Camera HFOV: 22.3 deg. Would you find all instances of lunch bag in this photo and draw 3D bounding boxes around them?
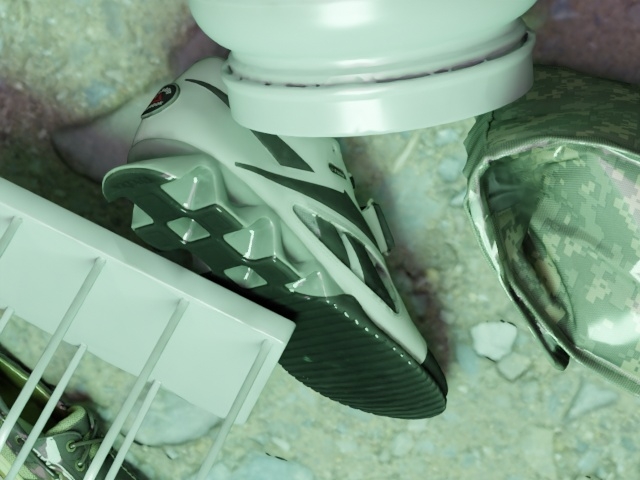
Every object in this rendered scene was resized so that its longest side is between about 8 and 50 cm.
[{"bbox_3d":[0.219,-0.006,1.054,0.287,0.235,0.169,25,111,1],"label":"lunch bag"}]

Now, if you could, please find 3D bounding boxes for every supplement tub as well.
[{"bbox_3d":[0.021,-0.246,1.003,0.235,0.235,0.325,-3,108,11],"label":"supplement tub"}]

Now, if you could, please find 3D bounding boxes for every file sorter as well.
[{"bbox_3d":[-0.191,0.100,1.155,0.277,0.173,0.193,26,154,0],"label":"file sorter"}]

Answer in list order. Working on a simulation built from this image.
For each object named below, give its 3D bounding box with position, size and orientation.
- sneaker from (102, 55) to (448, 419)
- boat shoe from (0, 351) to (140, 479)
[{"bbox_3d":[0.000,0.000,1.162,0.122,0.146,0.330,-10,135,41],"label":"sneaker"},{"bbox_3d":[-0.208,0.160,1.272,0.223,0.080,0.073,36,116,1],"label":"boat shoe"}]
